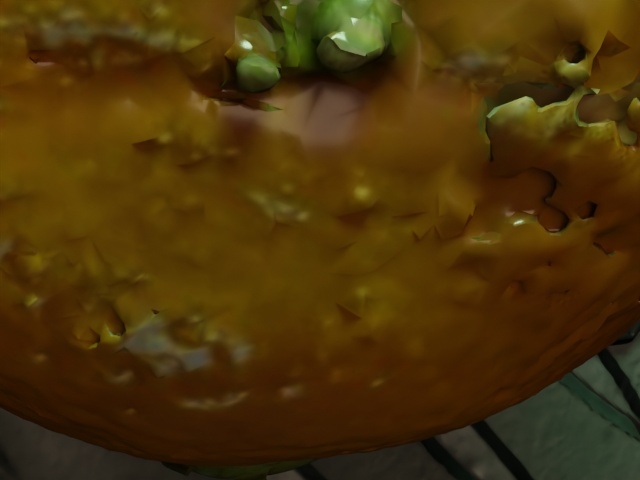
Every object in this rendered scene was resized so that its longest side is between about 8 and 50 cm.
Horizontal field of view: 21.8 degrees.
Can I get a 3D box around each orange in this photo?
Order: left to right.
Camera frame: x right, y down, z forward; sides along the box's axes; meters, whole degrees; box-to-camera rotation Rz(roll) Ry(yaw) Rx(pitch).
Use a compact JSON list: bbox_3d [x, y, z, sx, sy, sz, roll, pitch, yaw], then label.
[{"bbox_3d":[-0.023,-0.117,0.544,0.424,0.326,0.424,-3,123,-5],"label":"orange"}]

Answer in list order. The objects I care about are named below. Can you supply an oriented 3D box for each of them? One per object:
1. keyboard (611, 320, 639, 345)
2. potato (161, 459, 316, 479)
[{"bbox_3d":[0.211,-0.066,0.931,0.106,0.016,0.262,40,81,-18],"label":"keyboard"},{"bbox_3d":[0.000,0.000,0.792,0.248,0.143,0.169,-39,112,-14],"label":"potato"}]
